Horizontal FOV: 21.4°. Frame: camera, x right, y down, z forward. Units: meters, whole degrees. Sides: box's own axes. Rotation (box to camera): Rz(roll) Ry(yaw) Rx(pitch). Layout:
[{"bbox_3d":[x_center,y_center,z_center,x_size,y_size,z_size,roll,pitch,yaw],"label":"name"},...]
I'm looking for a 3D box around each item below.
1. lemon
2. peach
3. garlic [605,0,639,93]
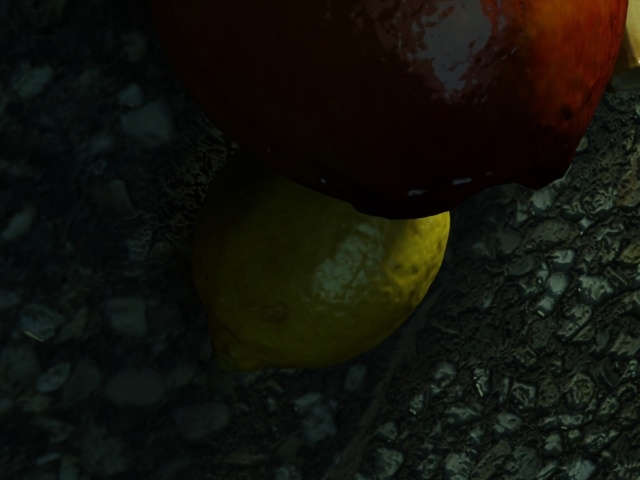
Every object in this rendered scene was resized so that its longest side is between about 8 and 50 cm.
[{"bbox_3d":[0.000,0.000,1.332,0.257,0.188,0.188,-49,127,-7],"label":"lemon"},{"bbox_3d":[0.050,-0.192,1.172,0.372,0.290,0.373,14,70,-45],"label":"peach"},{"bbox_3d":[0.229,-0.231,1.402,0.115,0.128,0.207,0,113,16],"label":"garlic"}]
